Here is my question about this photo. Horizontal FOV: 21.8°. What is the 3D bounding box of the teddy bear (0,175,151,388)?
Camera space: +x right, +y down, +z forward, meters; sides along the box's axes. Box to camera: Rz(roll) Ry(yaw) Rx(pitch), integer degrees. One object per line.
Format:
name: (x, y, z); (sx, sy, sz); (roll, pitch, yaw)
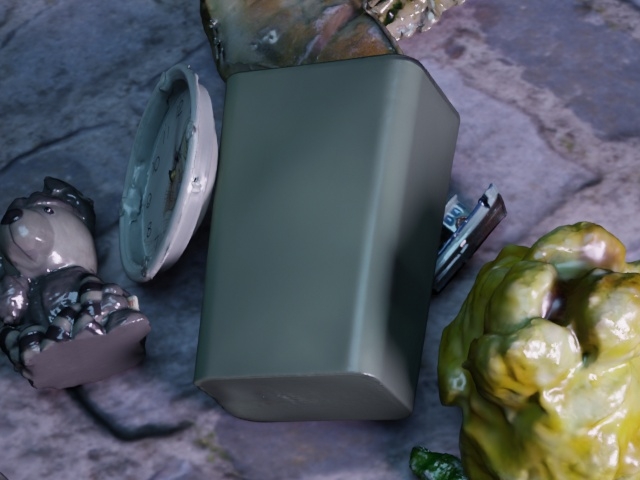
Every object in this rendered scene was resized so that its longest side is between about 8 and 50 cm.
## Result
teddy bear: (-0.295, 0.045, 1.724); (0.171, 0.144, 0.251); (-36, 60, 3)

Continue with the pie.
pie: (0.021, -0.274, 1.882); (0.338, 0.075, 0.337); (-7, 52, 9)

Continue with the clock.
clock: (-0.153, -0.067, 1.738); (0.053, 0.236, 0.236); (14, 60, -21)

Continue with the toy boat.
toy boat: (0.139, -0.008, 1.743); (0.066, 0.059, 0.140); (40, 78, 7)

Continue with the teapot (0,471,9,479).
teapot: (-0.435, 0.370, 1.528); (0.344, 0.253, 0.300); (-14, 93, 7)

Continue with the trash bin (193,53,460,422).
trash bin: (0.000, 0.000, 1.679); (0.223, 0.158, 0.343); (-4, 62, 25)

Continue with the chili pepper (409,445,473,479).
chili pepper: (0.151, 0.285, 1.591); (0.088, 0.059, 0.227); (-34, 62, -8)

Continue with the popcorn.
popcorn: (0.227, 0.109, 1.550); (0.225, 0.276, 0.276); (-29, 62, -24)
